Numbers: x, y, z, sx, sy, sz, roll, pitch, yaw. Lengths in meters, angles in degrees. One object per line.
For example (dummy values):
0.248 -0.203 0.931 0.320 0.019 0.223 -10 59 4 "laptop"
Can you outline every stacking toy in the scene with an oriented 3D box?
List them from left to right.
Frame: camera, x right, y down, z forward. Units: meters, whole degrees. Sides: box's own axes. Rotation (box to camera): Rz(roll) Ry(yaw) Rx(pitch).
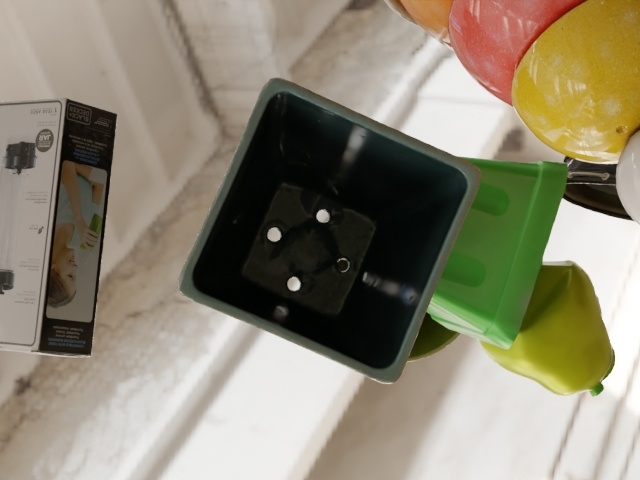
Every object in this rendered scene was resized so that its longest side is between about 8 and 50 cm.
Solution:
0.272 -0.196 1.283 0.350 0.350 0.480 47 -160 -55 "stacking toy"

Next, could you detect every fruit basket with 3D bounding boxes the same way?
0.259 0.041 1.754 0.392 0.392 0.283 21 -93 -62 "fruit basket"

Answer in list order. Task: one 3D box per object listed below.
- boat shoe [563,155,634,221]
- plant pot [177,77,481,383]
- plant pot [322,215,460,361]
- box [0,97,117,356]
0.464 -0.052 1.730 0.091 0.302 0.114 -56 -34 -27 "boat shoe"
0.000 0.000 1.440 0.252 0.247 0.248 137 157 -82 "plant pot"
0.098 0.038 2.232 0.275 0.293 0.275 -4 -78 -17 "plant pot"
-0.339 -0.014 1.507 0.087 0.169 0.290 14 -101 -54 "box"
